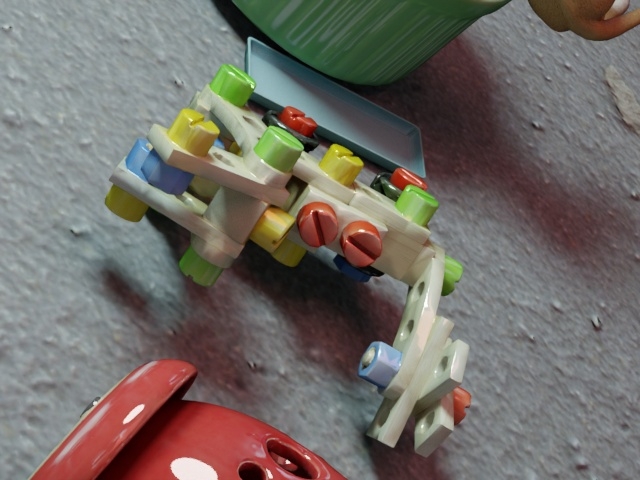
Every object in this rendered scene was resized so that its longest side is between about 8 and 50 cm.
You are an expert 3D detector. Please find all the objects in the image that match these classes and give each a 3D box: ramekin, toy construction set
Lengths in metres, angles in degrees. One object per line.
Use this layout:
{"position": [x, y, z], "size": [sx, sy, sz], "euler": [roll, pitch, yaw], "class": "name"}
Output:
{"position": [0.025, -0.285, 1.378], "size": [0.303, 0.148, 0.303], "euler": [30, 37, -25], "class": "ramekin"}
{"position": [0.000, 0.000, 1.103], "size": [0.327, 0.151, 0.215], "euler": [43, 11, -20], "class": "toy construction set"}

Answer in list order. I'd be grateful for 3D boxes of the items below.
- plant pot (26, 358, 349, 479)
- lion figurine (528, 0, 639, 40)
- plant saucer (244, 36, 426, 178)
{"position": [-0.080, 0.176, 0.838], "size": [0.174, 0.191, 0.191], "euler": [39, 36, 3], "class": "plant pot"}
{"position": [0.179, -0.296, 1.306], "size": [0.392, 0.142, 0.240], "euler": [47, 40, -8], "class": "lion figurine"}
{"position": [0.012, -0.111, 1.330], "size": [0.192, 0.018, 0.067], "euler": [24, 42, -28], "class": "plant saucer"}
